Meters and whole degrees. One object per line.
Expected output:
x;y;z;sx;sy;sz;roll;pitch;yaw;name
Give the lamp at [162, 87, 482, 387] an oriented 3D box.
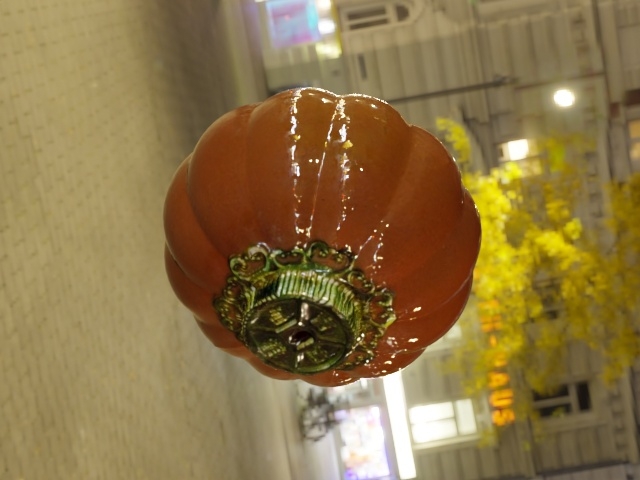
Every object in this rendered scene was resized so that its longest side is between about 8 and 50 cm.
0.000;0.000;0.714;0.196;0.223;0.223;-76;160;-50;lamp
